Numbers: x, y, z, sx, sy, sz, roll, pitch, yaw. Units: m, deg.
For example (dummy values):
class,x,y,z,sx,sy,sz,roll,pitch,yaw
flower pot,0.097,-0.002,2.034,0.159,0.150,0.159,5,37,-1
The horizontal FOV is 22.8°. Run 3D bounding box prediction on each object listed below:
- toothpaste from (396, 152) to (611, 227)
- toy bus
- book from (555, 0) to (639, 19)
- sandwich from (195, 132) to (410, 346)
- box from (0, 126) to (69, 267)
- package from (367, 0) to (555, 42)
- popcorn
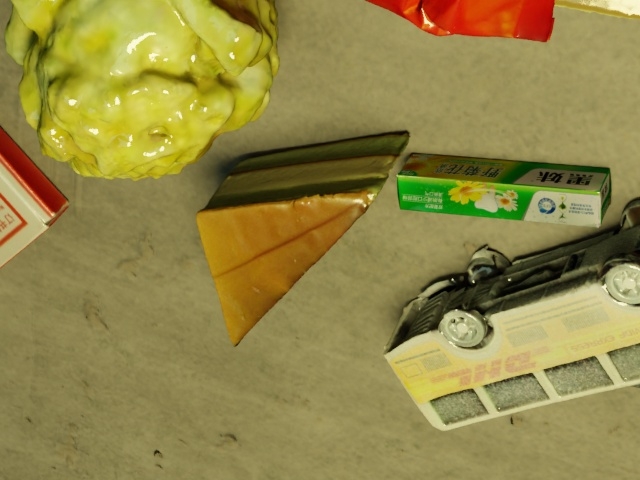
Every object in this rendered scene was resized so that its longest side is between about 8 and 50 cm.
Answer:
class,x,y,z,sx,sy,sz,roll,pitch,yaw
toothpaste,0.154,-0.044,1.345,0.179,0.043,0.037,6,120,22
toy bus,0.217,0.067,1.351,0.343,0.097,0.138,-18,114,33
book,0.203,-0.348,1.101,0.269,0.032,0.388,12,116,16
sandwich,0.000,0.000,1.400,0.187,0.117,0.144,-7,120,26
box,-0.358,-0.022,1.594,0.229,0.050,0.123,-33,103,37
package,0.000,-0.299,1.134,0.424,0.123,0.196,32,123,25
popcorn,-0.140,-0.167,1.286,0.255,0.195,0.256,26,96,39
